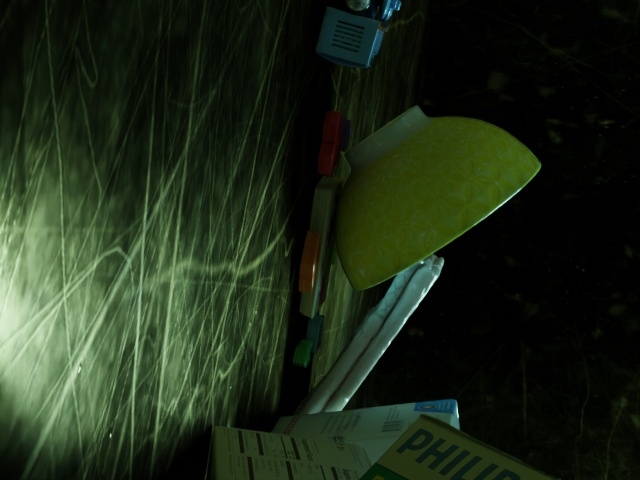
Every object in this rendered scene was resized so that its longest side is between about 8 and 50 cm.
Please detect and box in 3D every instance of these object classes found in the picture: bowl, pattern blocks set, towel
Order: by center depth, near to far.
[{"bbox_3d":[0.121,-0.079,1.755,0.156,0.289,0.289,56,11,-3],"label":"bowl"},{"bbox_3d":[0.000,0.000,1.776,0.285,0.026,0.324,-2,101,-84],"label":"pattern blocks set"},{"bbox_3d":[0.063,0.148,1.930,0.317,0.053,0.332,-55,176,5],"label":"towel"}]

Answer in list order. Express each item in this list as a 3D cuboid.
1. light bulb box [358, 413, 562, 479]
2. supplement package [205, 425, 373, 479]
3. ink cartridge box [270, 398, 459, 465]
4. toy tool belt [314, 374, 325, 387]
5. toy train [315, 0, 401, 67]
[{"bbox_3d":[0.100,0.391,0.999,0.361,0.225,0.358,-44,118,-16],"label":"light bulb box"},{"bbox_3d":[-0.039,0.316,1.175,0.204,0.145,0.262,-132,-130,-82],"label":"supplement package"},{"bbox_3d":[0.058,0.303,1.681,0.171,0.233,0.168,-37,120,-79],"label":"ink cartridge box"},{"bbox_3d":[0.010,0.254,2.149,0.051,0.052,0.083,-160,-101,-88],"label":"toy tool belt"},{"bbox_3d":[0.043,-0.253,1.577,0.184,0.080,0.105,-57,165,-80],"label":"toy train"}]
